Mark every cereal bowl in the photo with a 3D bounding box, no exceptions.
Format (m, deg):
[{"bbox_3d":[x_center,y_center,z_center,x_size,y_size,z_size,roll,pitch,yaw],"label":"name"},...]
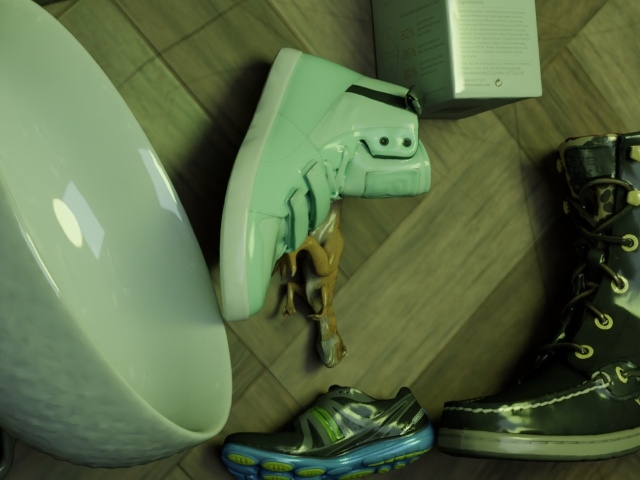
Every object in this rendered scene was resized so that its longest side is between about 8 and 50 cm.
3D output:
[{"bbox_3d":[-0.199,0.007,0.921,0.141,0.339,0.339,-24,99,11],"label":"cereal bowl"}]

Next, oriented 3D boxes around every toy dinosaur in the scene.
[{"bbox_3d":[0.000,0.000,1.146,0.112,0.064,0.211,8,92,-44],"label":"toy dinosaur"}]

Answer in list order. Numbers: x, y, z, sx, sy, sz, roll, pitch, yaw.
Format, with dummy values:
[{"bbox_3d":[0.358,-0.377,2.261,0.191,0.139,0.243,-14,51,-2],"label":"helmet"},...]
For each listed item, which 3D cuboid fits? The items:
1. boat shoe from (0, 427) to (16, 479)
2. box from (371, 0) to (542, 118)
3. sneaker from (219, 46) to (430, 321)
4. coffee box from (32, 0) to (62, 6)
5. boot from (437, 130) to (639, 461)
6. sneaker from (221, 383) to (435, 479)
[{"bbox_3d":[-0.309,0.045,0.960,0.109,0.091,0.305,-32,101,-25],"label":"boat shoe"},{"bbox_3d":[0.115,-0.198,1.167,0.091,0.130,0.170,-3,89,-26],"label":"box"},{"bbox_3d":[0.009,-0.040,1.069,0.151,0.094,0.256,14,60,4],"label":"sneaker"},{"bbox_3d":[-0.265,-0.320,0.990,0.168,0.119,0.297,-21,96,-25],"label":"coffee box"},{"bbox_3d":[0.253,0.046,1.216,0.377,0.138,0.284,-6,90,-31],"label":"boot"},{"bbox_3d":[0.003,0.164,1.133,0.188,0.067,0.078,-8,61,-20],"label":"sneaker"}]
